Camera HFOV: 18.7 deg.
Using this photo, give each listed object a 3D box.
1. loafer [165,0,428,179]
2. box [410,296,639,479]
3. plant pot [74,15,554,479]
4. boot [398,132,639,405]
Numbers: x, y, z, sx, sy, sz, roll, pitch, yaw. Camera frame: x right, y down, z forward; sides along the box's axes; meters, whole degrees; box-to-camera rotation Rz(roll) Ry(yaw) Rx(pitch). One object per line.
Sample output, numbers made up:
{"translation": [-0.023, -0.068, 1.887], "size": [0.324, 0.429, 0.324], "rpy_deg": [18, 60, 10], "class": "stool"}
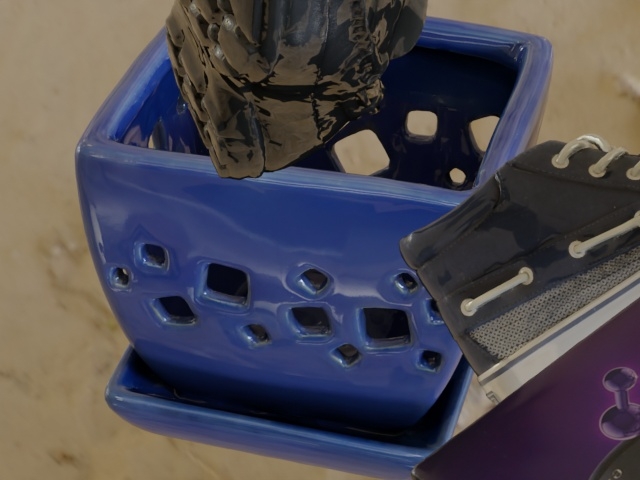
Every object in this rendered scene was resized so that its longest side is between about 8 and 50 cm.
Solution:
{"translation": [-0.006, -0.080, 0.605], "size": [0.078, 0.223, 0.076], "rpy_deg": [-24, 78, -8], "class": "loafer"}
{"translation": [0.189, 0.069, 0.581], "size": [0.261, 0.103, 0.184], "rpy_deg": [-35, 46, -18], "class": "box"}
{"translation": [0.000, 0.000, 1.152], "size": [0.236, 0.212, 0.236], "rpy_deg": [9, 30, 10], "class": "plant pot"}
{"translation": [0.127, -0.017, 0.780], "size": [0.190, 0.069, 0.086], "rpy_deg": [-35, 84, 4], "class": "boot"}
